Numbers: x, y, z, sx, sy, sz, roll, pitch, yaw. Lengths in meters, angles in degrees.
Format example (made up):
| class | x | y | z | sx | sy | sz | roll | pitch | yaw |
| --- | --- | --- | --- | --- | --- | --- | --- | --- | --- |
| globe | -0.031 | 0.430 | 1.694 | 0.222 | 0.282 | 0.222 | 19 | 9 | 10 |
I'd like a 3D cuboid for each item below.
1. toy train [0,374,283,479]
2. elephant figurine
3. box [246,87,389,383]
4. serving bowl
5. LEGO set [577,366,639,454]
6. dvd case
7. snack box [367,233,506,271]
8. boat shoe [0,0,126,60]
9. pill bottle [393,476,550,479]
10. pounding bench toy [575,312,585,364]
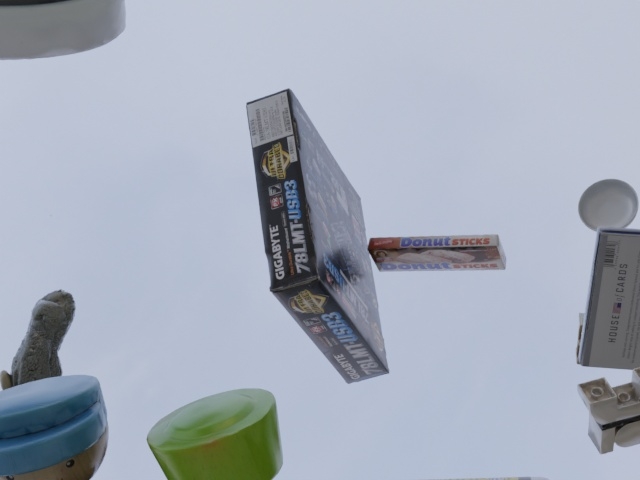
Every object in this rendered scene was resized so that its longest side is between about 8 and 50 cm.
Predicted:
| class | x | y | z | sx | sy | sz | roll | pitch | yaw |
| --- | --- | --- | --- | --- | --- | --- | --- | --- | --- |
| toy train | -0.018 | 0.118 | 0.376 | 0.248 | 0.105 | 0.143 | -6 | -76 | 26 |
| elephant figurine | -0.266 | 0.199 | 0.928 | 0.186 | 0.239 | 0.169 | -27 | -57 | 18 |
| box | 0.000 | 0.000 | 1.375 | 0.073 | 0.295 | 0.293 | -16 | -123 | 14 |
| serving bowl | 0.405 | -0.044 | 1.460 | 0.083 | 0.083 | 0.027 | -54 | -36 | -8 |
| LEGO set | 0.285 | 0.122 | 0.665 | 0.227 | 0.087 | 0.093 | -13 | -53 | -7 |
| dvd case | 0.443 | 0.077 | 1.256 | 0.238 | 0.029 | 0.179 | 4 | -70 | 3 |
| snack box | 0.158 | 0.018 | 1.413 | 0.178 | 0.064 | 0.022 | -2 | -121 | 21 |
| boat shoe | -0.265 | -0.196 | 0.606 | 0.335 | 0.121 | 0.119 | 19 | -57 | 16 |
| pill bottle | 0.133 | 0.398 | 1.320 | 0.334 | 0.188 | 0.188 | -3 | -88 | 9 |
| pounding bench toy | 0.388 | 0.138 | 1.468 | 0.052 | 0.083 | 0.065 | 4 | -73 | 11 |
